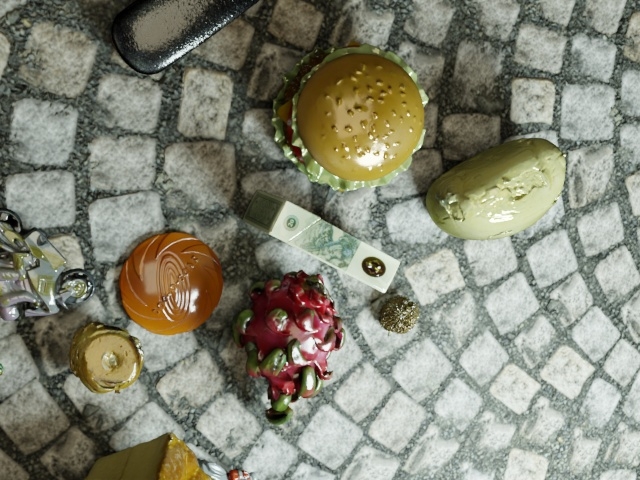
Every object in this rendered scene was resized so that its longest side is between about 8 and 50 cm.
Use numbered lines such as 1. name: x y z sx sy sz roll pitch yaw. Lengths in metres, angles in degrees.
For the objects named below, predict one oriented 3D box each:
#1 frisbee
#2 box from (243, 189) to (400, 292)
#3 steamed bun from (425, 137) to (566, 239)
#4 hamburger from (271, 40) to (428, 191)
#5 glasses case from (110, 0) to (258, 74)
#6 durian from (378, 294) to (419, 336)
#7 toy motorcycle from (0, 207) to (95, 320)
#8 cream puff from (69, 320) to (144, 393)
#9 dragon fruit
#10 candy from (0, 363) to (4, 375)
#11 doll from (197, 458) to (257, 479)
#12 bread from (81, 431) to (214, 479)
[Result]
1. frisbee: -0.266 0.080 1.713 0.192 0.035 0.191 -3 98 -23
2. box: 0.000 0.000 1.740 0.257 0.164 0.069 28 89 -24
3. steamed bun: 0.347 -0.083 1.838 0.273 0.232 0.166 -29 102 -15
4. hamburger: 0.060 -0.222 1.705 0.275 0.212 0.274 -3 99 -22
5. glasses case: -0.216 -0.410 1.635 0.321 0.082 0.122 -39 109 -11
6. durian: 0.155 0.152 1.881 0.080 0.080 0.091 10 110 -24
7. toy motorcycle: -0.501 0.060 1.592 0.225 0.073 0.152 43 83 -23
8. cream puff: -0.375 0.203 1.648 0.133 0.104 0.119 40 76 -6
9. dragon fruit: -0.047 0.194 1.743 0.198 0.218 0.272 -14 112 18
10. candy: -0.554 0.192 1.619 0.023 0.025 0.083 0 90 -65
11. doll: -0.201 0.449 1.778 0.180 0.079 0.094 16 124 -29
12. bread: -0.285 0.526 1.617 0.207 0.279 0.279 -24 115 14
